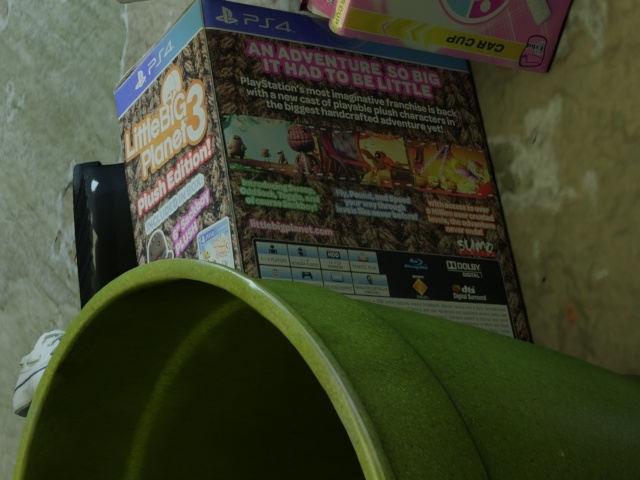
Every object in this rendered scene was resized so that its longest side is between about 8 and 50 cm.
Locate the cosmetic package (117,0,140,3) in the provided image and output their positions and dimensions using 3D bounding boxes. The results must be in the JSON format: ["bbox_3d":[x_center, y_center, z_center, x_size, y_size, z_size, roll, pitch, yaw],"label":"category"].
[{"bbox_3d":[-0.057,-0.310,1.143,0.284,0.097,0.377,-47,17,-6],"label":"cosmetic package"}]

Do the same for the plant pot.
[{"bbox_3d":[0.066,0.195,0.854,0.366,0.353,0.367,-2,87,52],"label":"plant pot"}]

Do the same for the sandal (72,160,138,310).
[{"bbox_3d":[-0.155,0.014,1.331,0.446,0.107,0.168,-166,73,-79],"label":"sandal"}]

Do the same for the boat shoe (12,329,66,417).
[{"bbox_3d":[-0.277,0.130,1.630,0.226,0.083,0.076,-28,64,53],"label":"boat shoe"}]

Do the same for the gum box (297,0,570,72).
[{"bbox_3d":[0.082,-0.184,1.037,0.062,0.188,0.107,39,118,51],"label":"gum box"}]

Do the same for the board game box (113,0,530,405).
[{"bbox_3d":[0.000,0.000,1.098,0.141,0.232,0.291,-37,55,48],"label":"board game box"}]
